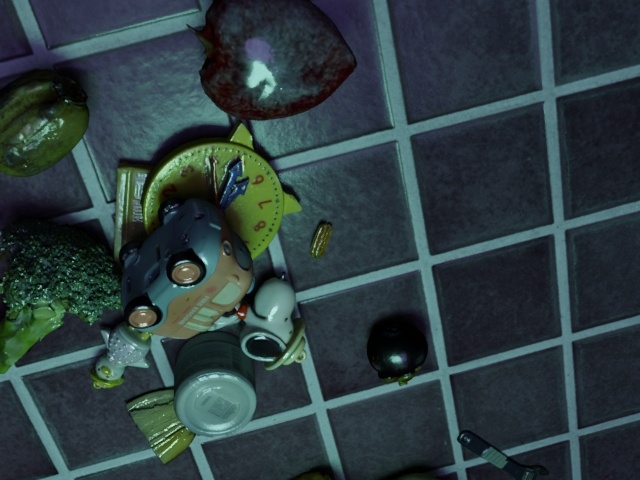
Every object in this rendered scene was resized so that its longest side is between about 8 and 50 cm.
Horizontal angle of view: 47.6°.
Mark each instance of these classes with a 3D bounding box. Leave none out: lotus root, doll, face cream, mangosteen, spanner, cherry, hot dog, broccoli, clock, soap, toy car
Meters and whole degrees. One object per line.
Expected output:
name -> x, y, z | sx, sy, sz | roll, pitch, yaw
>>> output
lotus root -> -0.345, 0.416, 1.641 | 0.135, 0.095, 0.159 | -24, 77, -3
doll -> -0.168, 0.175, 1.534 | 0.271, 0.144, 0.208 | -6, 98, -8
face cream -> -0.228, 0.310, 1.567 | 0.177, 0.153, 0.177 | -4, 118, -7
mangosteen -> 0.175, 0.258, 1.620 | 0.137, 0.137, 0.151 | -14, 110, -2
spanner -> 0.474, 0.569, 1.880 | 0.316, 0.024, 0.087 | 36, 104, -21
cherry -> -0.084, -0.321, 1.259 | 0.300, 0.203, 0.230 | 4, 111, -12
hot dog -> 0.000, 0.000, 1.529 | 0.037, 0.021, 0.083 | 8, 113, -36
broccoli -> -0.572, 0.116, 1.414 | 0.361, 0.221, 0.252 | -30, 135, 14
clock -> -0.202, -0.063, 1.413 | 0.293, 0.071, 0.277 | -40, 121, 4
soap -> -0.362, -0.032, 1.445 | 0.092, 0.037, 0.252 | 4, 115, -13
toy car -> -0.238, 0.066, 1.351 | 0.212, 0.180, 0.270 | 29, 116, -37
lotus root -> -0.532, -0.188, 1.286 | 0.278, 0.154, 0.154 | -37, 116, 8
doll -> -0.425, 0.241, 1.543 | 0.129, 0.081, 0.207 | 38, 107, -4

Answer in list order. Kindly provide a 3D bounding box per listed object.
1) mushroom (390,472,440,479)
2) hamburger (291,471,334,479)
mushroom -> 0.222, 0.715, 1.789 | 0.254, 0.234, 0.260 | 11, 114, -10
hamburger -> -0.046, 0.702, 1.699 | 0.284, 0.304, 0.174 | -35, 118, 8
